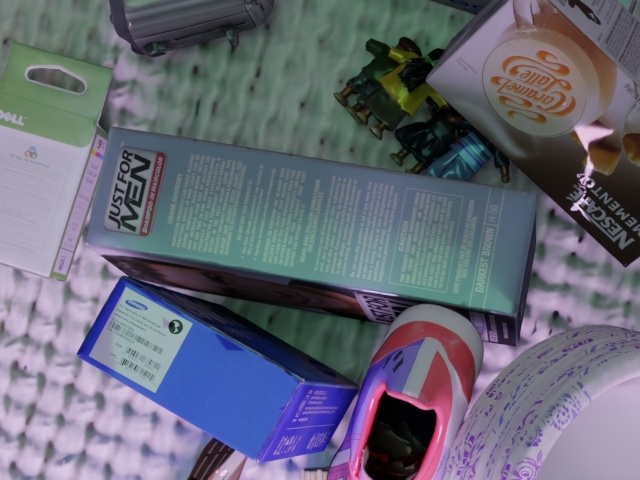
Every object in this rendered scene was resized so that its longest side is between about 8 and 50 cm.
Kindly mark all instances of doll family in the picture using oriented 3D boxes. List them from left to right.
[{"bbox_3d":[0.105,-0.120,1.473,0.111,0.076,0.193,-42,85,-2],"label":"doll family"}]

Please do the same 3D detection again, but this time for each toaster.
[{"bbox_3d":[-0.126,-0.290,1.495,0.146,0.129,0.227,-7,81,4],"label":"toaster"}]

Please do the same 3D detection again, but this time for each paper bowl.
[{"bbox_3d":[0.221,0.210,1.290,0.284,0.148,0.284,-5,101,-28],"label":"paper bowl"}]

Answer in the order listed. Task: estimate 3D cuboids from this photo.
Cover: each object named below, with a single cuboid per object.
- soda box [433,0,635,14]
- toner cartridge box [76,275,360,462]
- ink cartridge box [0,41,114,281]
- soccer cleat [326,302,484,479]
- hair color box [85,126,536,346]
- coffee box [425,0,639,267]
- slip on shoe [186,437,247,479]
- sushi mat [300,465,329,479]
[{"bbox_3d":[0.154,-0.260,1.463,0.286,0.098,0.091,19,89,10],"label":"soda box"},{"bbox_3d":[-0.073,0.112,1.334,0.165,0.348,0.075,30,89,10],"label":"toner cartridge box"},{"bbox_3d":[-0.272,-0.075,1.527,0.109,0.062,0.209,16,87,10],"label":"ink cartridge box"},{"bbox_3d":[0.054,0.201,1.337,0.108,0.116,0.318,22,127,10],"label":"soccer cleat"},{"bbox_3d":[0.000,0.000,1.411,0.374,0.185,0.113,10,79,10],"label":"hair color box"},{"bbox_3d":[0.235,-0.117,1.377,0.246,0.098,0.141,43,127,-7],"label":"coffee box"},{"bbox_3d":[-0.096,0.229,1.484,0.041,0.051,0.135,39,81,-29],"label":"slip on shoe"},{"bbox_3d":[0.057,0.366,1.458,0.151,0.019,0.316,-2,84,9],"label":"sushi mat"}]
